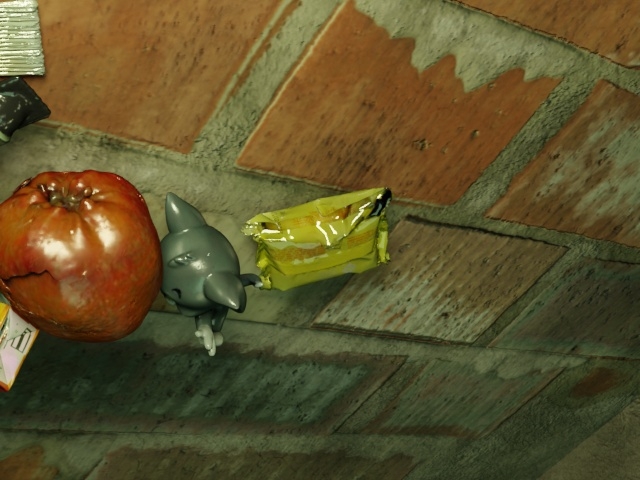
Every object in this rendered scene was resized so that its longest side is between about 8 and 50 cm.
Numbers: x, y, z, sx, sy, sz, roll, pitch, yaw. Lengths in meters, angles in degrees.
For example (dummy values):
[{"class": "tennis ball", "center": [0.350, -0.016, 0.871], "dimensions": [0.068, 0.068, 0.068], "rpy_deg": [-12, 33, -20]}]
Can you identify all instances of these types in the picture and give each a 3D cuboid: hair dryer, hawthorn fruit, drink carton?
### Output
[{"class": "hair dryer", "center": [-0.426, -0.169, 1.046], "dimensions": [0.195, 0.078, 0.248], "rpy_deg": [-22, 144, 7]}, {"class": "hawthorn fruit", "center": [-0.293, 0.039, 1.288], "dimensions": [0.211, 0.211, 0.299], "rpy_deg": [-20, 145, -3]}, {"class": "drink carton", "center": [-0.479, 0.116, 1.285], "dimensions": [0.222, 0.096, 0.071], "rpy_deg": [9, 152, 25]}]

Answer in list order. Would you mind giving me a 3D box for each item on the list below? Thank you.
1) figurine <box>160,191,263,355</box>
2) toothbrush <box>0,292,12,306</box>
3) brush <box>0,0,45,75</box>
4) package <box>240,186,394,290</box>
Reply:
[{"class": "figurine", "center": [-0.156, 0.068, 1.434], "dimensions": [0.140, 0.193, 0.265], "rpy_deg": [-32, 155, 12]}, {"class": "toothbrush", "center": [-0.443, 0.058, 1.393], "dimensions": [0.024, 0.018, 0.257], "rpy_deg": [-19, 144, -8]}, {"class": "brush", "center": [-0.433, -0.203, 1.065], "dimensions": [0.272, 0.013, 0.103], "rpy_deg": [-9, 142, -16]}, {"class": "package", "center": [0.000, 0.000, 1.488], "dimensions": [0.226, 0.090, 0.168], "rpy_deg": [-14, 140, -6]}]
